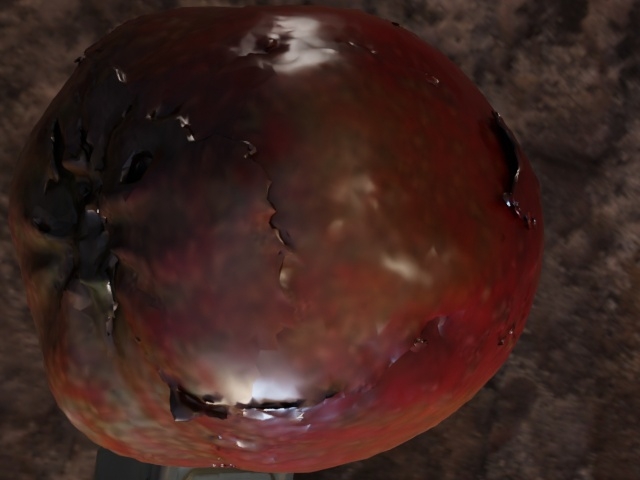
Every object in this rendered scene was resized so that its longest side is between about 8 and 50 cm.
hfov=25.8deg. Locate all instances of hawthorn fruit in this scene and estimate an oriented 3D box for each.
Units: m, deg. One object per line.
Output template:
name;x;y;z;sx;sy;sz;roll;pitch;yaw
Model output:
hawthorn fruit;0.000;0.000;0.528;0.181;0.235;0.181;-4;-97;38

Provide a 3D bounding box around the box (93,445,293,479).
box;-0.107;0.211;1.104;0.093;0.172;0.124;5;-95;36
